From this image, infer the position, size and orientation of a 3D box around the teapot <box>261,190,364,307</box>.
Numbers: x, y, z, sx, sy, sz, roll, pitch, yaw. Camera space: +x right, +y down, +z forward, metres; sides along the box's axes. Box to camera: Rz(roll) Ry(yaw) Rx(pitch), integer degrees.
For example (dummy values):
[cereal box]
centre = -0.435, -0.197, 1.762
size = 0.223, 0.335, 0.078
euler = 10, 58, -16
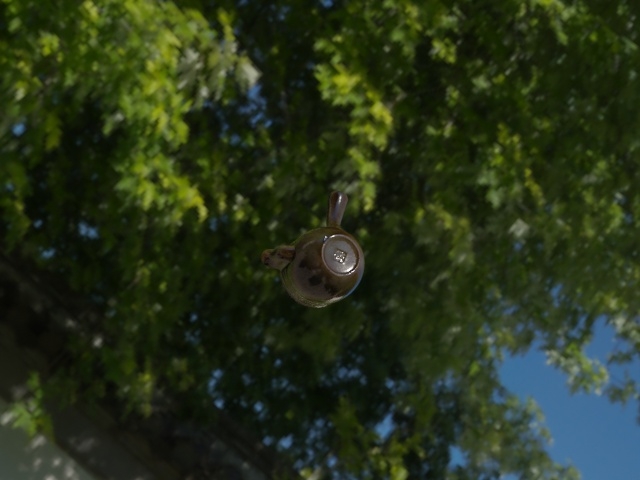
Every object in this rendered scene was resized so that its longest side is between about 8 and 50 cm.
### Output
[teapot]
centre = 0.000, 0.000, 0.963
size = 0.085, 0.110, 0.080
euler = 22, -22, -17
